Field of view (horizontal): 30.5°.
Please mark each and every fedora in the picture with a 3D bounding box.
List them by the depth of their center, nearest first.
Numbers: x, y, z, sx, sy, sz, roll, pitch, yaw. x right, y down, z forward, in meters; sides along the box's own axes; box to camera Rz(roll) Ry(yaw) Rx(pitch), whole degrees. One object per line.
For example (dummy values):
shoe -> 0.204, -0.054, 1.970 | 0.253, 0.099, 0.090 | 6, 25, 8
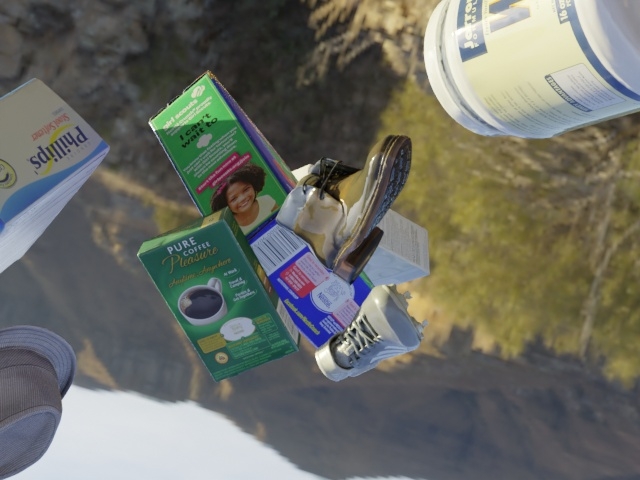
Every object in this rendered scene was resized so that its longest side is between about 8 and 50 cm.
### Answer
fedora -> -0.476, 0.265, 1.746 | 0.124, 0.275, 0.243 | 55, 179, 37

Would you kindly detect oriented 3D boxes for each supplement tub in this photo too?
supplement tub -> 0.294, -0.248, 1.367 | 0.235, 0.235, 0.325 | 18, 164, -27

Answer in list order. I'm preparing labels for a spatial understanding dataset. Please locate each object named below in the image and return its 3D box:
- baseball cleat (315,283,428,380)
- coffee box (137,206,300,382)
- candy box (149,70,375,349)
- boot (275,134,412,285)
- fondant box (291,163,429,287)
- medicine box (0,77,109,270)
baseball cleat -> 0.049, 0.104, 1.198 | 0.072, 0.109, 0.206 | 57, 174, 15
coffee box -> -0.110, 0.062, 1.311 | 0.113, 0.184, 0.040 | -23, -158, 17
candy box -> -0.072, -0.036, 1.576 | 0.268, 0.122, 0.317 | 49, -177, -46
boot -> 0.017, -0.045, 1.152 | 0.106, 0.082, 0.219 | 32, 143, 9
fondant box -> 0.000, 0.000, 2.046 | 0.238, 0.096, 0.330 | -20, 148, 36
medicine box -> -0.469, -0.043, 1.597 | 0.149, 0.289, 0.263 | 43, -147, -4
